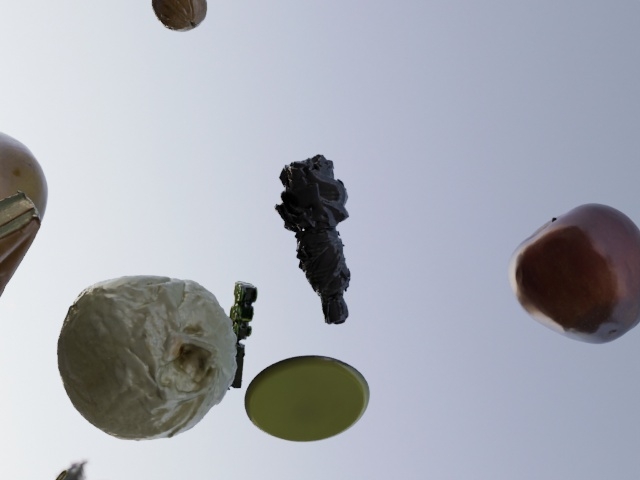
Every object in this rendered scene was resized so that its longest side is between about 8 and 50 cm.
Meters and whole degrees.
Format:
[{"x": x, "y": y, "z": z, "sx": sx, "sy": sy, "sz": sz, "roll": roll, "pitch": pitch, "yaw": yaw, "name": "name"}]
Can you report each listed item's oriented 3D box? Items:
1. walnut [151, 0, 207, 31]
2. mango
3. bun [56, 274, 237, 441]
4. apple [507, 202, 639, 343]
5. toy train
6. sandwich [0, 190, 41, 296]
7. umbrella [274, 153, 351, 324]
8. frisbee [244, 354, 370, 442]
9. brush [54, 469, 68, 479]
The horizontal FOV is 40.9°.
[{"x": -0.275, "y": -0.457, "z": 1.658, "sx": 0.124, "sy": 0.105, "sz": 0.105, "roll": 49, "pitch": -44, "yaw": 28, "name": "walnut"}, {"x": -0.708, "y": -0.103, "z": 1.719, "sx": 0.446, "sy": 0.300, "sz": 0.232, "roll": 46, "pitch": -10, "yaw": 50, "name": "mango"}, {"x": -0.325, "y": 0.220, "z": 1.678, "sx": 0.227, "sy": 0.349, "sz": 0.353, "roll": -4, "pitch": -58, "yaw": 59, "name": "bun"}, {"x": 0.425, "y": 0.061, "z": 1.393, "sx": 0.230, "sy": 0.229, "sz": 0.230, "roll": 22, "pitch": -61, "yaw": 47, "name": "apple"}, {"x": -0.193, "y": 0.221, "z": 1.986, "sx": 0.085, "sy": 0.053, "sz": 0.250, "roll": -171, "pitch": -88, "yaw": -71, "name": "toy train"}, {"x": -0.352, "y": 0.041, "z": 0.902, "sx": 0.079, "sy": 0.163, "sz": 0.114, "roll": 37, "pitch": -26, "yaw": 45, "name": "sandwich"}, {"x": 0.009, "y": -0.005, "z": 1.746, "sx": 0.128, "sy": 0.154, "sz": 0.337, "roll": -12, "pitch": -80, "yaw": 61, "name": "umbrella"}, {"x": -0.024, "y": 0.300, "z": 1.596, "sx": 0.017, "sy": 0.235, "sz": 0.236, "roll": -98, "pitch": -160, "yaw": -52, "name": "frisbee"}, {"x": -0.546, "y": 0.515, "z": 1.621, "sx": 0.083, "sy": 0.205, "sz": 0.011, "roll": -20, "pitch": -65, "yaw": 48, "name": "brush"}]
